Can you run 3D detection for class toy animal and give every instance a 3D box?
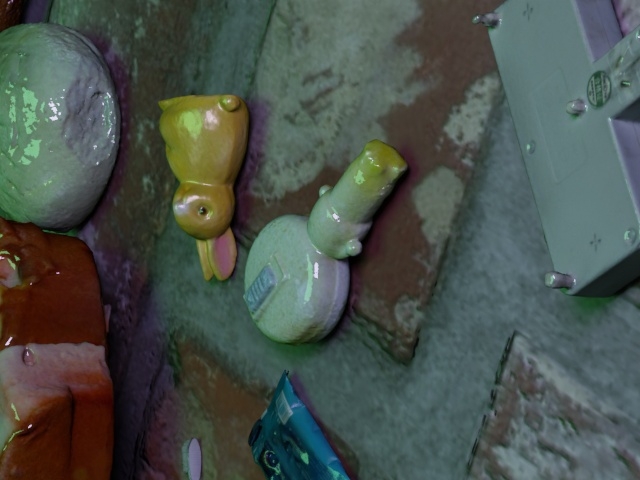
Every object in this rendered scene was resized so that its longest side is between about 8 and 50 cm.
[{"bbox_3d":[-0.094,-0.044,1.579,0.083,0.070,0.159,5,95,53],"label":"toy animal"}]

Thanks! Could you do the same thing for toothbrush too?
[{"bbox_3d":[-0.108,0.267,1.602,0.017,0.014,0.194,-19,71,52],"label":"toothbrush"}]

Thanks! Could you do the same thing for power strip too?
[{"bbox_3d":[0.179,-0.088,1.194,0.145,0.061,0.215,-41,55,46],"label":"power strip"}]

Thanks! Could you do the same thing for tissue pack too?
[{"bbox_3d":[-0.019,0.179,1.477,0.138,0.028,0.085,54,128,39],"label":"tissue pack"}]

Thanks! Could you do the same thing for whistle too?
[{"bbox_3d":[0.000,0.000,1.442,0.198,0.057,0.104,-55,46,38],"label":"whistle"}]

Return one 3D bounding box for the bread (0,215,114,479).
[{"bbox_3d":[-0.280,0.149,1.729,0.295,0.114,0.327,116,150,-43],"label":"bread"}]

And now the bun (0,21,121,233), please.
[{"bbox_3d":[-0.281,-0.113,1.811,0.221,0.108,0.221,-11,77,54],"label":"bun"}]

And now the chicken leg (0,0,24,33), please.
[{"bbox_3d":[-0.359,-0.237,1.963,0.407,0.096,0.158,-41,35,42],"label":"chicken leg"}]
